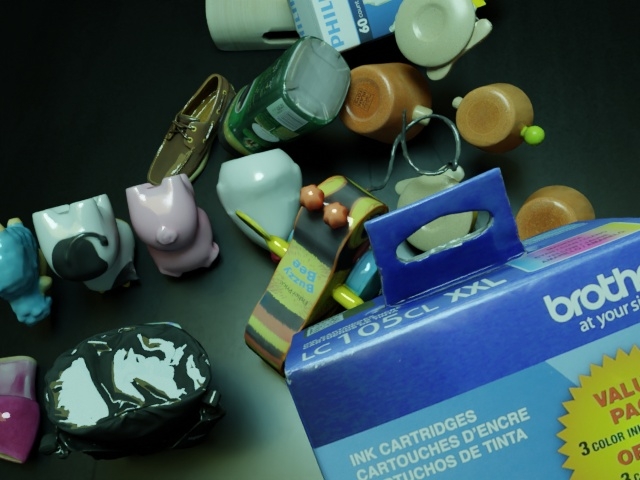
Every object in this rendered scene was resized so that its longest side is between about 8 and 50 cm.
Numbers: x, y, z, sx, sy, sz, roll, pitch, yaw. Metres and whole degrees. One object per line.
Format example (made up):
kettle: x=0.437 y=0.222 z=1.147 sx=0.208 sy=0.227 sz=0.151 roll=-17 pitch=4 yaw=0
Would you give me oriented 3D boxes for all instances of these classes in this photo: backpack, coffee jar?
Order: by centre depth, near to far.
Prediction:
backpack: x=-0.174 y=0.146 z=0.558 sx=0.151 sy=0.182 sz=0.115 roll=-7 pitch=65 yaw=-15
coffee jar: x=-0.049 y=-0.154 z=0.674 sx=0.079 sy=0.184 sz=0.096 roll=31 pitch=67 yaw=-25

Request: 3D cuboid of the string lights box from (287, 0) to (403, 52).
string lights box: x=0.087 y=-0.323 z=0.706 sx=0.259 sy=0.076 sz=0.133 roll=-25 pitch=108 yaw=-17

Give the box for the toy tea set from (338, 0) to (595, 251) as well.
toy tea set: x=0.159 y=-0.105 z=0.646 sx=0.200 sy=0.124 sz=0.336 roll=-33 pitch=80 yaw=32

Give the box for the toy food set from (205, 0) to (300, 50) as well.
toy food set: x=-0.035 y=-0.421 z=0.803 sx=0.219 sy=0.092 sz=0.306 roll=2 pitch=90 yaw=11

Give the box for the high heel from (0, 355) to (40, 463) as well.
high heel: x=-0.428 y=0.210 z=0.631 sx=0.244 sy=0.082 sz=0.117 roll=-10 pitch=54 yaw=-8

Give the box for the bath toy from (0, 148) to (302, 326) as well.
bath toy: x=-0.182 y=-0.003 z=0.656 sx=0.348 sy=0.151 sz=0.129 roll=-16 pitch=99 yaw=0

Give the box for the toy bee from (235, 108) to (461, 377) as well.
toy bee: x=0.000 y=0.000 z=0.547 sx=0.195 sy=0.162 sz=0.298 roll=14 pitch=92 yaw=23

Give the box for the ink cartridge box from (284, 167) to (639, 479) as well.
ink cartridge box: x=0.145 y=0.154 z=0.422 sx=0.270 sy=0.151 sz=0.396 roll=-22 pitch=90 yaw=0

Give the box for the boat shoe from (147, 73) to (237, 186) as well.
boat shoe: x=-0.170 y=-0.139 z=0.748 sx=0.064 sy=0.060 sz=0.178 roll=25 pitch=73 yaw=20
